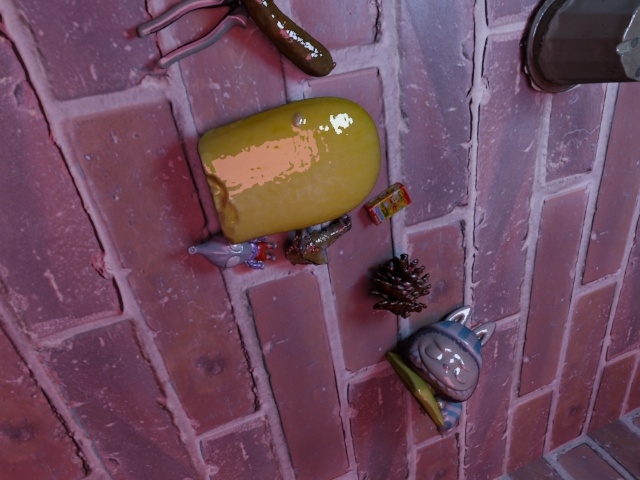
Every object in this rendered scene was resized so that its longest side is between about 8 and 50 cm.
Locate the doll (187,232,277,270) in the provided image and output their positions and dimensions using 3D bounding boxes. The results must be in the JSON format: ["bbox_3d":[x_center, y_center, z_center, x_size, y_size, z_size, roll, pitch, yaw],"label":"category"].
[{"bbox_3d":[-0.216,0.025,1.046,0.228,0.075,0.102,5,95,-35],"label":"doll"}]

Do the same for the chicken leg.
[{"bbox_3d":[-0.001,0.006,1.117,0.196,0.080,0.125,-16,132,-25],"label":"chicken leg"}]

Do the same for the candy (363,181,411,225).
[{"bbox_3d":[0.186,-0.101,1.165,0.122,0.038,0.062,-34,121,-4],"label":"candy"}]

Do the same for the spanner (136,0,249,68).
[{"bbox_3d":[-0.202,-0.456,0.841,0.325,0.040,0.095,-30,122,-5],"label":"spanner"}]

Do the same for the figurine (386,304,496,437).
[{"bbox_3d":[0.459,0.419,1.397,0.378,0.266,0.361,-34,127,-4],"label":"figurine"}]

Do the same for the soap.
[{"bbox_3d":[-0.054,-0.169,0.994,0.428,0.115,0.305,-16,115,-15],"label":"soap"}]

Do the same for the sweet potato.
[{"bbox_3d":[-0.071,-0.428,0.868,0.273,0.075,0.075,30,100,-41],"label":"sweet potato"}]

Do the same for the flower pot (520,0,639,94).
[{"bbox_3d":[0.712,-0.504,1.056,0.291,0.259,0.289,-9,115,-19],"label":"flower pot"}]

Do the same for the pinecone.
[{"bbox_3d":[0.230,0.133,1.228,0.180,0.150,0.195,5,111,-24],"label":"pinecone"}]
